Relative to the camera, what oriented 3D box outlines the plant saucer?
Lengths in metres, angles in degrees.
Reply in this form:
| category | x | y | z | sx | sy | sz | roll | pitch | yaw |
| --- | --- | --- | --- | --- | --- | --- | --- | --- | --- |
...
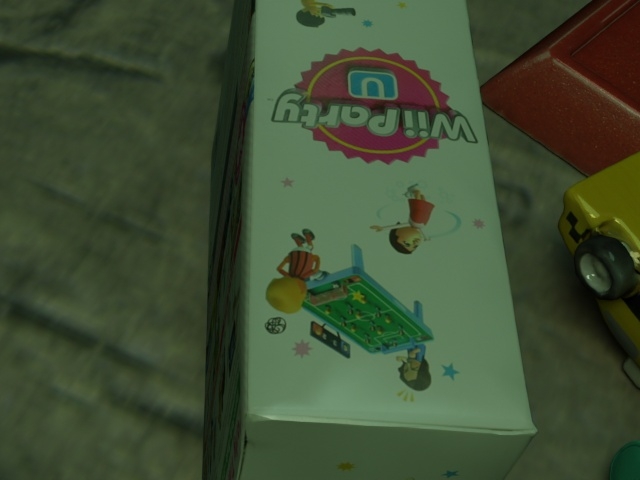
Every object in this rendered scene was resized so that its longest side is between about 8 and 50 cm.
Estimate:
| category | x | y | z | sx | sy | sz | roll | pitch | yaw |
| --- | --- | --- | --- | --- | --- | --- | --- | --- | --- |
| plant saucer | 0.286 | -0.105 | 0.717 | 0.259 | 0.047 | 0.258 | 39 | 57 | 21 |

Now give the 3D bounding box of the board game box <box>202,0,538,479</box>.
| category | x | y | z | sx | sy | sz | roll | pitch | yaw |
| --- | --- | --- | --- | --- | --- | --- | --- | --- | --- |
| board game box | 0.000 | 0.000 | 0.485 | 0.098 | 0.224 | 0.303 | 5 | 53 | -8 |

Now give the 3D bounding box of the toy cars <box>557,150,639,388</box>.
| category | x | y | z | sx | sy | sz | roll | pitch | yaw |
| --- | --- | --- | --- | --- | --- | --- | --- | --- | --- |
| toy cars | 0.304 | 0.078 | 0.562 | 0.394 | 0.087 | 0.176 | 18 | 58 | 2 |

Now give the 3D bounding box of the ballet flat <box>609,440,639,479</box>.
| category | x | y | z | sx | sy | sz | roll | pitch | yaw |
| --- | --- | --- | --- | --- | --- | --- | --- | --- | --- |
| ballet flat | 0.173 | 0.180 | 0.477 | 0.070 | 0.070 | 0.188 | 11 | 56 | 0 |
